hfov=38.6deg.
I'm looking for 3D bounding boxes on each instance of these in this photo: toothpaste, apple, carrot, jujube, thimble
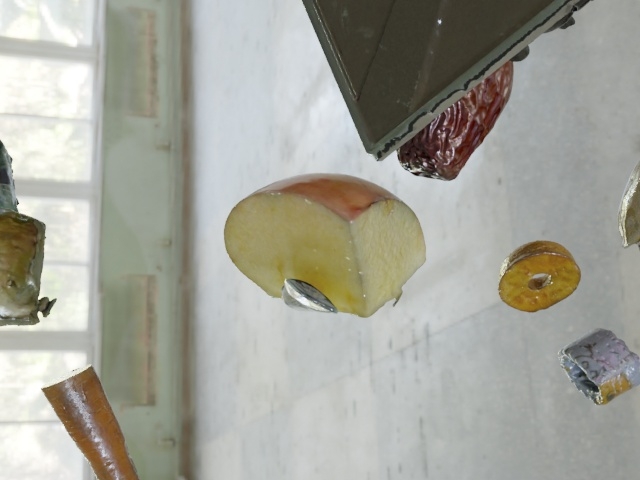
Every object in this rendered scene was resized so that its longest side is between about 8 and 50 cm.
[{"bbox_3d":[-0.021,0.068,1.101,0.037,0.067,0.255,-58,3,-6],"label":"toothpaste"},{"bbox_3d":[0.000,0.000,1.634,0.309,0.314,0.252,18,88,37],"label":"apple"},{"bbox_3d":[-0.234,0.241,1.004,0.210,0.061,0.061,64,161,-2],"label":"carrot"},{"bbox_3d":[0.168,-0.191,1.227,0.168,0.168,0.237,151,136,-69],"label":"jujube"},{"bbox_3d":[0.592,0.263,1.929,0.151,0.117,0.127,49,165,49],"label":"thimble"}]

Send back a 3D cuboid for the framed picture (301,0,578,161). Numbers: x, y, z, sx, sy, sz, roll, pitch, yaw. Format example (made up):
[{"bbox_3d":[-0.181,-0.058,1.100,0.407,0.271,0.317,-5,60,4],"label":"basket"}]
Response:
[{"bbox_3d":[0.083,-0.216,0.659,0.289,0.016,0.213,-37,71,48],"label":"framed picture"}]

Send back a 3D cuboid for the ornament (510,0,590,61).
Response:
[{"bbox_3d":[0.195,-0.283,1.019,0.251,0.260,0.106,-10,50,41],"label":"ornament"}]

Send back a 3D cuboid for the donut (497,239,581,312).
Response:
[{"bbox_3d":[0.396,0.062,1.673,0.058,0.151,0.152,-89,13,-48],"label":"donut"}]

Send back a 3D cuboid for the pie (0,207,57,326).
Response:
[{"bbox_3d":[-0.353,0.017,0.726,0.068,0.282,0.129,106,164,-46],"label":"pie"}]

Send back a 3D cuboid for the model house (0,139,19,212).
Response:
[{"bbox_3d":[-0.533,-0.130,1.154,0.237,0.202,0.237,71,175,-45],"label":"model house"}]

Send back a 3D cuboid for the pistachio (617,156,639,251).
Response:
[{"bbox_3d":[0.513,-0.094,1.209,0.293,0.162,0.181,-54,-8,19],"label":"pistachio"}]
